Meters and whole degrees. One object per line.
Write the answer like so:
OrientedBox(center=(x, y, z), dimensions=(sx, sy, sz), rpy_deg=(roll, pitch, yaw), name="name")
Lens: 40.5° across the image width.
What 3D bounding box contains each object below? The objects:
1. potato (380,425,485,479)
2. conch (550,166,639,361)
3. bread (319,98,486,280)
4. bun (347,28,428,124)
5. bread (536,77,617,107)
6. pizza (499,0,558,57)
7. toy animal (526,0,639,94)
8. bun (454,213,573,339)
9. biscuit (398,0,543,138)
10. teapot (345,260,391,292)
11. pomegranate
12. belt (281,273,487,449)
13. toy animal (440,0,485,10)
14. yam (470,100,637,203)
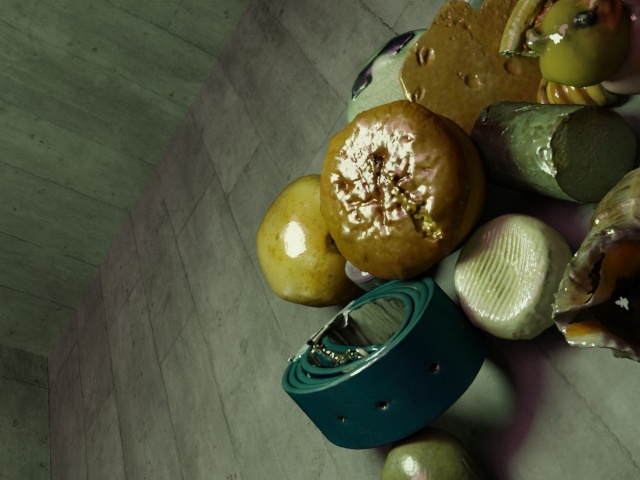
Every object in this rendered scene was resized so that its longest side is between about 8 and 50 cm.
OrientedBox(center=(0.183, 0.407, 1.372), dimensions=(0.178, 0.160, 0.235), rpy_deg=(87, 157, -44), name="potato")
OrientedBox(center=(0.450, 0.063, 1.110), dimensions=(0.352, 0.210, 0.297), rpy_deg=(-40, 46, -16), name="conch")
OrientedBox(center=(0.144, -0.085, 1.495), dimensions=(0.312, 0.172, 0.312), rpy_deg=(6, 99, 40), name="bread")
OrientedBox(center=(0.212, -0.281, 1.793), dimensions=(0.293, 0.187, 0.293), rpy_deg=(-9, 73, 33), name="bun")
OrientedBox(center=(0.445, -0.270, 1.493), dimensions=(0.177, 0.084, 0.119), rpy_deg=(-28, 46, 54), name="bread")
OrientedBox(center=(0.468, -0.436, 1.515), dimensions=(0.365, 0.074, 0.182), rpy_deg=(-35, 62, 21), name="pizza")
OrientedBox(center=(0.450, -0.307, 1.332), dimensions=(0.195, 0.281, 0.169), rpy_deg=(-101, 23, -45), name="toy animal")
OrientedBox(center=(0.326, 0.065, 1.413), dimensions=(0.222, 0.127, 0.222), rpy_deg=(-23, 56, 39), name="bun")
OrientedBox(center=(0.289, -0.305, 1.627), dimensions=(0.376, 0.269, 0.051), rpy_deg=(-64, -7, -1), name="biscuit")
OrientedBox(center=(0.125, 0.057, 1.715), dimensions=(0.116, 0.146, 0.148), rpy_deg=(-40, 28, 9), name="teapot")
OrientedBox(center=(0.000, 0.006, 1.843), dimensions=(0.307, 0.307, 0.307), rpy_deg=(-38, 39, 41), name="pomegranate")
OrientedBox(center=(0.104, 0.210, 1.521), dimensions=(0.300, 0.173, 0.436), rpy_deg=(-45, 13, -23), name="belt")
OrientedBox(center=(0.364, -0.478, 1.753), dimensions=(0.236, 0.138, 0.108), rpy_deg=(2, 102, 45), name="toy animal")
OrientedBox(center=(0.372, -0.152, 1.444), dimensions=(0.268, 0.161, 0.161), rpy_deg=(23, 90, 62), name="yam")
